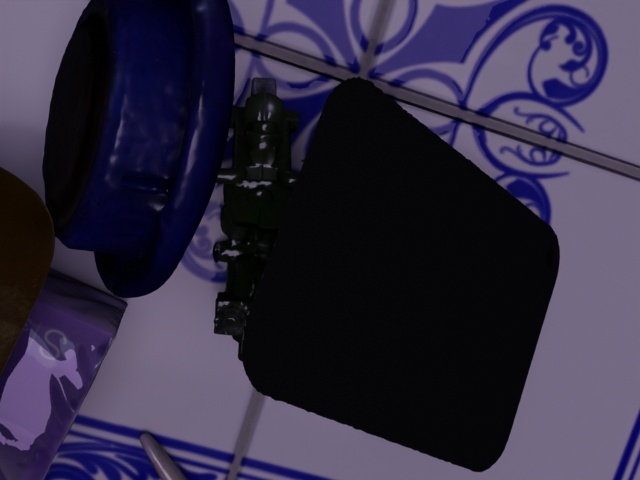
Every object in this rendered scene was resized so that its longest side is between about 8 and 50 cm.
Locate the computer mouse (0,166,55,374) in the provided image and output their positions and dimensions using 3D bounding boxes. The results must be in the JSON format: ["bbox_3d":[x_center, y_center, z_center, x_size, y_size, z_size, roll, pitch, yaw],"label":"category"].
[{"bbox_3d":[-0.311,0.080,0.674,0.158,0.072,0.310,27,88,-12],"label":"computer mouse"}]

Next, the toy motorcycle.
[{"bbox_3d":[0.000,0.000,0.830,0.205,0.127,0.275,2,103,-4],"label":"toy motorcycle"}]

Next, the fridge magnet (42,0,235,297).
[{"bbox_3d":[-0.142,-0.088,0.728,0.113,0.265,0.265,9,99,-27],"label":"fridge magnet"}]

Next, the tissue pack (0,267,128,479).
[{"bbox_3d":[-0.367,0.095,0.781,0.338,0.160,0.242,25,92,-11],"label":"tissue pack"}]

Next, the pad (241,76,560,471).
[{"bbox_3d":[0.060,0.075,0.793,0.375,0.063,0.315,31,73,-44],"label":"pad"}]

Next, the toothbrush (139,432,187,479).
[{"bbox_3d":[-0.083,0.310,0.908,0.029,0.025,0.307,-32,95,7],"label":"toothbrush"}]
